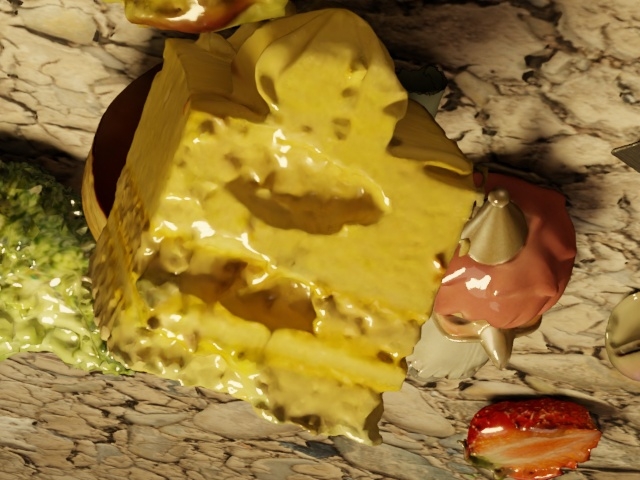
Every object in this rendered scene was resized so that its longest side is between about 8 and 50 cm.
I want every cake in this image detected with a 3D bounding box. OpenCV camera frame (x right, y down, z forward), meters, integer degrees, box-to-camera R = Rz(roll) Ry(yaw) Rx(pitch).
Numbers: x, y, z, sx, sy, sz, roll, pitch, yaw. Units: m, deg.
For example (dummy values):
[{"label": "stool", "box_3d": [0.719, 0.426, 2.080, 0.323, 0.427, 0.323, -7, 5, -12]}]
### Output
[{"label": "cake", "box_3d": [-0.101, -0.051, 1.433, 0.185, 0.208, 0.178, 48, 176, 2]}, {"label": "cake", "box_3d": [-0.020, -0.038, 1.210, 0.222, 0.286, 0.227, 17, -166, -18]}]

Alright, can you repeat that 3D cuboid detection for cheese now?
[{"label": "cheese", "box_3d": [0.426, 0.127, 1.705, 0.286, 0.082, 0.163, 26, 152, -31]}]

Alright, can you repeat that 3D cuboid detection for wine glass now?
[{"label": "wine glass", "box_3d": [0.043, -0.061, 1.387, 0.079, 0.079, 0.195, 15, 123, -8]}]

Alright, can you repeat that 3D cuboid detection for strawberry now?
[{"label": "strawberry", "box_3d": [0.253, 0.228, 1.995, 0.187, 0.082, 0.146, -18, 148, 36]}]

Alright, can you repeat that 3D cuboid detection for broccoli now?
[{"label": "broccoli", "box_3d": [-0.337, 0.107, 1.643, 0.353, 0.397, 0.275, -2, 177, 17]}]

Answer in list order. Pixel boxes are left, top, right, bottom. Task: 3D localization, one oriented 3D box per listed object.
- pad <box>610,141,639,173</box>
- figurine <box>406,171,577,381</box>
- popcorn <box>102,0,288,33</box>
[{"label": "pad", "box_3d": [0.370, -0.070, 1.403, 0.143, 0.003, 0.211, 29, 149, -34]}, {"label": "figurine", "box_3d": [0.153, 0.037, 1.531, 0.207, 0.166, 0.387, -3, 160, -11]}, {"label": "popcorn", "box_3d": [-0.069, -0.222, 1.079, 0.189, 0.218, 0.169, -13, 105, 12]}]
